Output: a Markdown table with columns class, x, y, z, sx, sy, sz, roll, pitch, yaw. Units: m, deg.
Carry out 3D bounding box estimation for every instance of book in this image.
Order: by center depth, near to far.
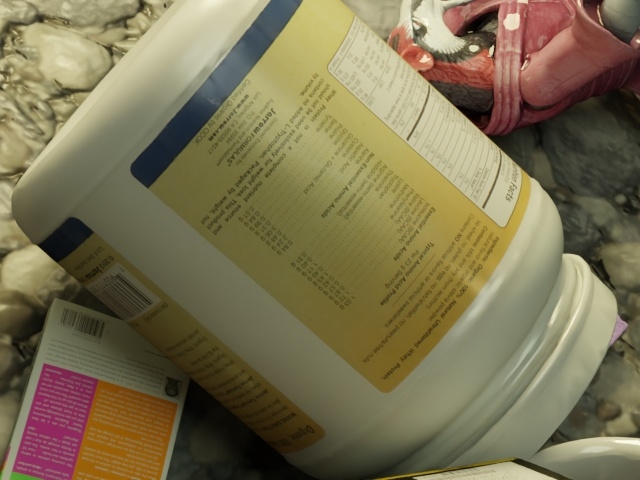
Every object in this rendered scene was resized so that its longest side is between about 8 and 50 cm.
| class | x | y | z | sx | sy | sz | roll | pitch | yaw |
| --- | --- | --- | --- | --- | --- | --- | --- | --- | --- |
| book | -0.136 | 0.113 | 1.044 | 0.096 | 0.035 | 0.144 | 21 | 54 | -11 |

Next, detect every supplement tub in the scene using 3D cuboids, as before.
| class | x | y | z | sx | sy | sz | roll | pitch | yaw |
| --- | --- | --- | --- | --- | --- | --- | --- | --- | --- |
| supplement tub | 0.000 | 0.000 | 1.034 | 0.316 | 0.228 | 0.228 | 42 | 53 | -11 |

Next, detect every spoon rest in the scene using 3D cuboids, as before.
| class | x | y | z | sx | sy | sz | roll | pitch | yaw |
| --- | --- | --- | --- | --- | --- | --- | --- | --- | --- |
| spoon rest | 0.125 | 0.196 | 1.074 | 0.084 | 0.137 | 0.276 | 25 | 34 | 33 |

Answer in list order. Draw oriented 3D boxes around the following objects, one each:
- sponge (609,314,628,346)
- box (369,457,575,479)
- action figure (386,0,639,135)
| class | x | y | z | sx | sy | sz | roll | pitch | yaw |
| --- | --- | --- | --- | --- | --- | --- | --- | --- | --- |
| sponge | 0.109 | 0.024 | 1.205 | 0.210 | 0.031 | 0.117 | 46 | 54 | 6 |
| box | 0.018 | 0.292 | 0.893 | 0.257 | 0.079 | 0.322 | -6 | 96 | -28 |
| action figure | 0.194 | -0.153 | 1.291 | 0.370 | 0.248 | 0.276 | -22 | 116 | -20 |
